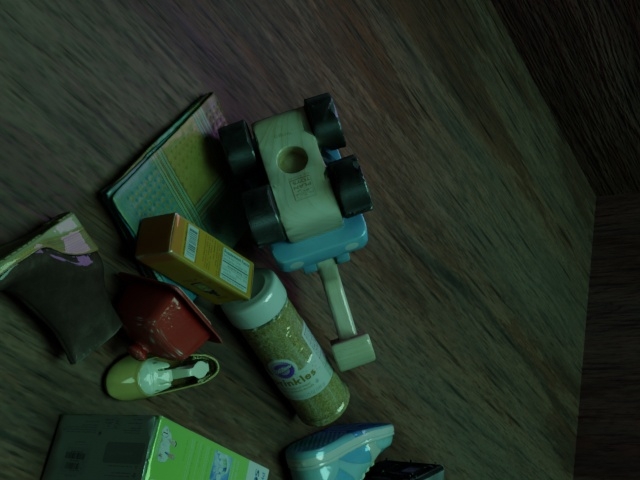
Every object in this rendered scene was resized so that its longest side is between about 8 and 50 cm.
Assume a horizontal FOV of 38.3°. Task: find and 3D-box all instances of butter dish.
[{"bbox_3d":[-0.267,0.142,1.489,0.118,0.160,0.160,-56,132,-25],"label":"butter dish"}]

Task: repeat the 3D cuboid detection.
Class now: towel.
[{"bbox_3d":[-0.233,-0.071,1.668,0.370,0.040,0.271,-57,133,-47],"label":"towel"}]

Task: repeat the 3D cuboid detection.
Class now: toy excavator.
[{"bbox_3d":[0.000,0.000,1.788,0.445,0.222,0.433,70,1,-66],"label":"toy excavator"}]

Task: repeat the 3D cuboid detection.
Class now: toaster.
[{"bbox_3d":[0.175,0.568,2.092,0.186,0.168,0.110,-1,87,-58],"label":"toaster"}]

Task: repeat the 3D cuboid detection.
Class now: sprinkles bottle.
[{"bbox_3d":[-0.063,0.215,1.811,0.355,0.121,0.121,59,40,-34],"label":"sprinkles bottle"}]

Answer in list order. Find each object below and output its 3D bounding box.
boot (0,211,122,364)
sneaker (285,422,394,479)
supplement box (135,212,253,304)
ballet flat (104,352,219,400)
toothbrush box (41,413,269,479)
[{"bbox_3d":[-0.392,0.090,1.338,0.248,0.090,0.207,-43,119,-56],"label":"boot"},{"bbox_3d":[0.052,0.505,1.954,0.319,0.127,0.208,-6,89,-48],"label":"sneaker"},{"bbox_3d":[-0.209,0.036,1.574,0.233,0.078,0.080,41,48,-50],"label":"supplement box"},{"bbox_3d":[-0.258,0.219,1.547,0.232,0.073,0.080,-5,88,-58],"label":"ballet flat"},{"bbox_3d":[-0.247,0.365,1.419,0.283,0.206,0.122,41,52,-49],"label":"toothbrush box"}]
